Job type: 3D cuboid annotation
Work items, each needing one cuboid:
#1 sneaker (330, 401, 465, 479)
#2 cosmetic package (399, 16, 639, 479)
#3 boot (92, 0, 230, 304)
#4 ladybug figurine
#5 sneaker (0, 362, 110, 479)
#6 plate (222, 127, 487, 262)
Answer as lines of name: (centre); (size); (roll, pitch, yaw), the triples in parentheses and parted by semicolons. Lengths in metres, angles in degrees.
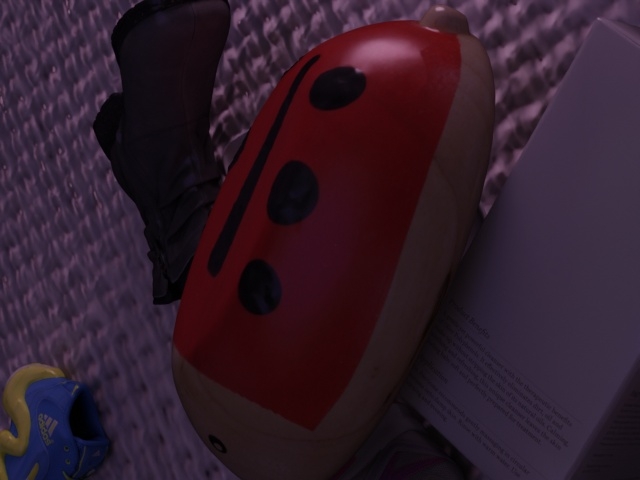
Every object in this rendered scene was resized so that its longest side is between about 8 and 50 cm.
sneaker: (0.037, 0.259, 1.616); (0.111, 0.103, 0.252); (29, 64, 28)
cosmetic package: (0.240, 0.028, 1.485); (0.197, 0.155, 0.365); (44, 114, 35)
boot: (-0.124, -0.084, 1.780); (0.338, 0.118, 0.223); (114, 138, -64)
ladybug figurine: (0.000, 0.000, 1.568); (0.449, 0.162, 0.305); (-67, 22, 7)
sneaker: (-0.295, 0.254, 1.969); (0.126, 0.091, 0.240); (2, 88, 40)
plate: (0.044, -0.021, 1.727); (0.277, 0.045, 0.278); (-30, 68, 36)
